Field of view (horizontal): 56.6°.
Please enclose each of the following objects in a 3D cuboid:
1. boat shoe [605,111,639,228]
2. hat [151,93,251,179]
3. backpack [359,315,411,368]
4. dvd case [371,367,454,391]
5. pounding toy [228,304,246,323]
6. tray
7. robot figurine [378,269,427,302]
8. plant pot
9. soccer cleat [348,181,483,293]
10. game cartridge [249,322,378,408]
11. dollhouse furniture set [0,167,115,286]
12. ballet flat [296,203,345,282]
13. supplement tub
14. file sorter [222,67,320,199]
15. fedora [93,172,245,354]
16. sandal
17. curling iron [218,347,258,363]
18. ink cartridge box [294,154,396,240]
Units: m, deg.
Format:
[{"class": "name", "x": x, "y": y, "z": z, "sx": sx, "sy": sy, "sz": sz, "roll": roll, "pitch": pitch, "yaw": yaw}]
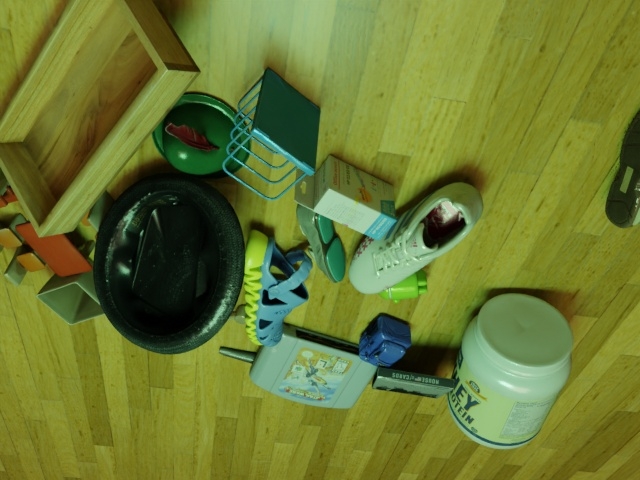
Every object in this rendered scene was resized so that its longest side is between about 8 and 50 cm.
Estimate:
[{"class": "boat shoe", "x": 0.589, "y": -0.142, "z": 1.050, "sx": 0.095, "sy": 0.095, "sz": 0.257, "roll": -14, "pitch": 136, "yaw": -19}, {"class": "hat", "x": -0.220, "y": -0.131, "z": 0.994, "sx": 0.173, "sy": 0.184, "sz": 0.208, "roll": -27, "pitch": 127, "yaw": 24}, {"class": "backpack", "x": 0.144, "y": 0.251, "z": 1.414, "sx": 0.098, "sy": 0.101, "sz": 0.120, "roll": 28, "pitch": 132, "yaw": -15}, {"class": "dvd case", "x": 0.223, "y": 0.357, "z": 1.478, "sx": 0.179, "sy": 0.030, "sz": 0.239, "roll": 8, "pitch": 160, "yaw": 4}, {"class": "pounding toy", "x": -0.262, "y": 0.170, "z": 1.345, "sx": 0.206, "sy": 0.094, "sz": 0.181, "roll": 14, "pitch": 132, "yaw": -11}, {"class": "tray", "x": -0.370, "y": -0.203, "z": 0.929, "sx": 0.411, "sy": 0.076, "sz": 0.203, "roll": -39, "pitch": 79, "yaw": 33}, {"class": "robot figurine", "x": 0.172, "y": 0.093, "z": 1.283, "sx": 0.115, "sy": 0.067, "sz": 0.101, "roll": -7, "pitch": 132, "yaw": 8}, {"class": "plant pot", "x": -0.520, "y": 0.102, "z": 1.283, "sx": 0.109, "sy": 0.096, "sz": 0.109, "roll": -17, "pitch": 131, "yaw": 18}, {"class": "soccer cleat", "x": 0.163, "y": 0.007, "z": 1.135, "sx": 0.116, "sy": 0.143, "sz": 0.331, "roll": 47, "pitch": 119, "yaw": -2}, {"class": "game cartridge", "x": -0.016, "y": 0.325, "z": 1.490, "sx": 0.297, "sy": 0.062, "sz": 0.198, "roll": 19, "pitch": 113, "yaw": -17}, {"class": "dollhouse furniture set", "x": -0.540, "y": -0.022, "z": 1.138, "sx": 0.262, "sy": 0.135, "sz": 0.259, "roll": -13, "pitch": 132, "yaw": 13}, {"class": "ballet flat", "x": 0.000, "y": 0.000, "z": 1.210, "sx": 0.068, "sy": 0.072, "sz": 0.213, "roll": 12, "pitch": 139, "yaw": 29}, {"class": "supplement tub", "x": 0.429, "y": 0.301, "z": 1.361, "sx": 0.235, "sy": 0.235, "sz": 0.325, "roll": 1, "pitch": 134, "yaw": 0}, {"class": "file sorter", "x": -0.081, "y": -0.170, "z": 0.968, "sx": 0.118, "sy": 0.170, "sz": 0.104, "roll": 34, "pitch": 129, "yaw": -28}, {"class": "fedora", "x": -0.264, "y": 0.041, "z": 1.131, "sx": 0.334, "sy": 0.152, "sz": 0.334, "roll": 1, "pitch": 94, "yaw": 15}, {"class": "sandal", "x": -0.090, "y": 0.119, "z": 1.269, "sx": 0.138, "sy": 0.126, "sz": 0.317, "roll": 6, "pitch": 136, "yaw": 2}, {"class": "curling iron", "x": -0.131, "y": 0.324, "z": 1.530, "sx": 0.274, "sy": 0.035, "sz": 0.068, "roll": 19, "pitch": 131, "yaw": -17}, {"class": "ink cartridge box", "x": 0.046, "y": -0.086, "z": 1.087, "sx": 0.181, "sy": 0.104, "sz": 0.061, "roll": 23, "pitch": 130, "yaw": -20}]
